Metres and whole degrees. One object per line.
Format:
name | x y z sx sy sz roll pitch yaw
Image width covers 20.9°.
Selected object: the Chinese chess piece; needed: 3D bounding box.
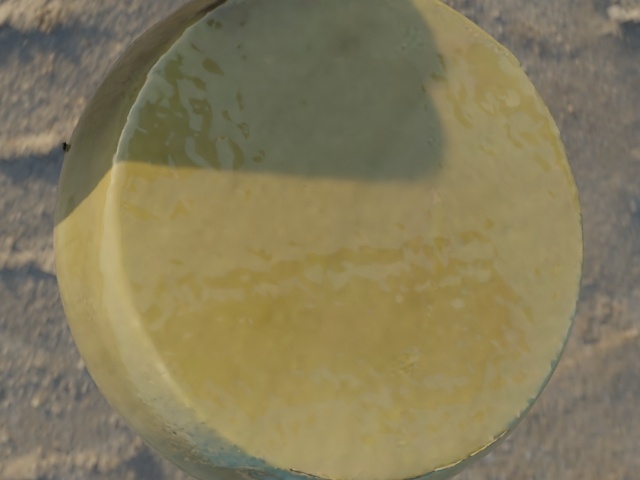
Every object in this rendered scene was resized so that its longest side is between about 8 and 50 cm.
Chinese chess piece | 0.000 0.000 0.804 0.251 0.097 0.250 5 77 -24
